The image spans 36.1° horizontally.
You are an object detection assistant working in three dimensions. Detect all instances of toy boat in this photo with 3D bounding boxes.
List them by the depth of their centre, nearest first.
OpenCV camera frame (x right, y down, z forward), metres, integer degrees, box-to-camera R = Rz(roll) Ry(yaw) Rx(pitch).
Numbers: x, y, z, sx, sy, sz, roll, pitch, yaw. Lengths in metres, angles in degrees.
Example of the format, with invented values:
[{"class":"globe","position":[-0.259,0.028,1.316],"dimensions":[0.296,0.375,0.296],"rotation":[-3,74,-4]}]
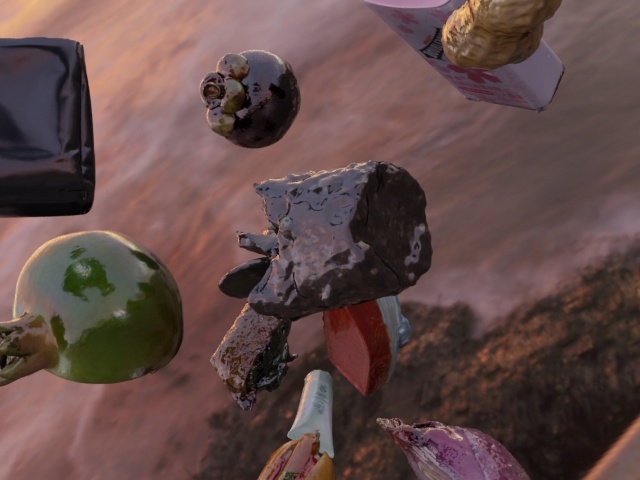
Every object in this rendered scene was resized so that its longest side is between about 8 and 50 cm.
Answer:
[{"class":"toy boat","position":[0.093,0.144,1.731],"dimensions":[0.133,0.332,0.145],"rotation":[-38,65,-18]}]

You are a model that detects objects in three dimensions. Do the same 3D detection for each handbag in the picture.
[{"class":"handbag","position":[-0.490,-0.170,1.463],"dimensions":[0.302,0.275,0.178],"rotation":[-2,-9,-10]}]

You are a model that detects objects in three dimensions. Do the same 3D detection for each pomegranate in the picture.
[{"class":"pomegranate","position":[-0.403,0.103,1.632],"dimensions":[0.309,0.216,0.358],"rotation":[20,27,39]}]

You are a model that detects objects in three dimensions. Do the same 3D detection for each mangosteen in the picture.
[{"class":"mangosteen","position":[-0.146,-0.272,1.881],"dimensions":[0.230,0.194,0.194],"rotation":[-2,-2,-41]}]

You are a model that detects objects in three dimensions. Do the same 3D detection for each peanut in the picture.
[{"class":"peanut","position":[0.188,-0.235,1.012],"dimensions":[0.099,0.099,0.214],"rotation":[-44,-7,-16]}]

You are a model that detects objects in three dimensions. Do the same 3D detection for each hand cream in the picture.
[{"class":"hand cream","position":[-0.008,0.273,1.557],"dimensions":[0.050,0.078,0.205],"rotation":[-60,7,20]}]

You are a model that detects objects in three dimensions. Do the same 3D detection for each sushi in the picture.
[{"class":"sushi","position":[-0.118,0.212,1.999],"dimensions":[0.140,0.149,0.287],"rotation":[25,55,13]}]

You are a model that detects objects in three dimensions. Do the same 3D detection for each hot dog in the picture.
[{"class":"hot dog","position":[-0.059,0.305,1.037],"dimensions":[0.092,0.062,0.236],"rotation":[12,68,49]}]

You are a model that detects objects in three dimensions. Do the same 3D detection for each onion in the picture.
[{"class":"onion","position":[0.283,0.435,1.932],"dimensions":[0.159,0.349,0.267],"rotation":[-40,1,-20]}]

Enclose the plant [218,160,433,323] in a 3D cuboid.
[{"class":"plant","position":[0.000,0.000,1.288],"dimensions":[0.276,0.188,0.199],"rotation":[-17,-2,43]}]

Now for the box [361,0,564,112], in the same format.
[{"class":"box","position":[0.235,-0.331,1.579],"dimensions":[0.190,0.369,0.112],"rotation":[19,82,42]}]

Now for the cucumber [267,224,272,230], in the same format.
[{"class":"cucumber","position":[-0.016,-0.042,1.521],"dimensions":[0.184,0.033,0.036],"rotation":[-24,4,-43]}]
